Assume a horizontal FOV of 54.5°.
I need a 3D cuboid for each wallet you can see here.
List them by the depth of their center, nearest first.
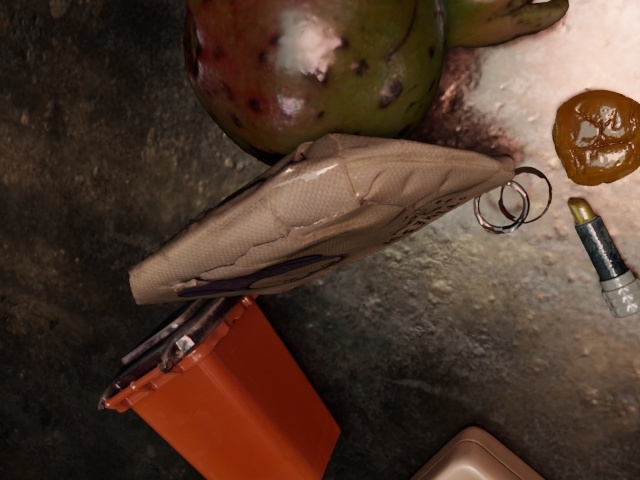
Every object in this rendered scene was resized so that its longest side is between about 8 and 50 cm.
[{"bbox_3d":[0.000,-0.003,0.541,0.335,0.274,0.068,-26,71,34],"label":"wallet"}]

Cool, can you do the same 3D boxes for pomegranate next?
[{"bbox_3d":[0.031,-0.194,0.528,0.306,0.242,0.242,-34,91,-14],"label":"pomegranate"}]

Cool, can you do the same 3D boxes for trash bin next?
[{"bbox_3d":[-0.100,0.185,0.691,0.161,0.184,0.239,-35,96,26],"label":"trash bin"}]

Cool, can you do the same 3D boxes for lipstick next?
[{"bbox_3d":[0.262,0.012,0.573,0.037,0.037,0.116,-26,90,26],"label":"lipstick"}]

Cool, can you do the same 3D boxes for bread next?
[{"bbox_3d":[0.245,-0.089,0.544,0.081,0.046,0.083,15,111,20],"label":"bread"}]

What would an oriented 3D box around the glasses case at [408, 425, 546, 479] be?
[{"bbox_3d":[0.243,0.357,0.653,0.336,0.076,0.144,39,115,8],"label":"glasses case"}]
